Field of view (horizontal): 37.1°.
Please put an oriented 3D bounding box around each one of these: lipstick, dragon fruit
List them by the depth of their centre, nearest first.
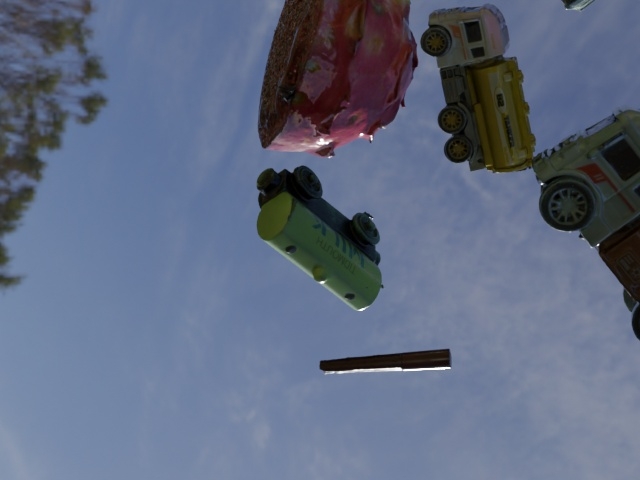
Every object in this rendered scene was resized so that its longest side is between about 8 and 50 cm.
[{"bbox_3d":[0.084,0.161,1.260,0.177,0.027,0.027,-5,-91,14],"label":"lipstick"},{"bbox_3d":[0.036,-0.313,1.639,0.371,0.249,0.386,-95,-155,-47],"label":"dragon fruit"}]

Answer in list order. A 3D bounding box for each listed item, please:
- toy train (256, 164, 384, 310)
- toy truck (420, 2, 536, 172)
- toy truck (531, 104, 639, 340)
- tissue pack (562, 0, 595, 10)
[{"bbox_3d":[0.000,0.000,1.409,0.105,0.253,0.157,-31,-141,27],"label":"toy train"},{"bbox_3d":[0.210,-0.196,1.245,0.114,0.098,0.226,-10,-74,19],"label":"toy truck"},{"bbox_3d":[0.354,0.003,0.953,0.162,0.136,0.305,-39,-90,17],"label":"toy truck"},{"bbox_3d":[0.420,-0.483,1.373,0.257,0.081,0.185,-37,-103,36],"label":"tissue pack"}]
